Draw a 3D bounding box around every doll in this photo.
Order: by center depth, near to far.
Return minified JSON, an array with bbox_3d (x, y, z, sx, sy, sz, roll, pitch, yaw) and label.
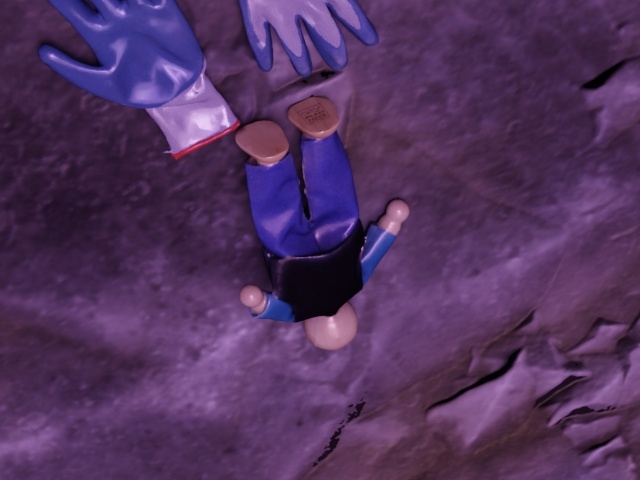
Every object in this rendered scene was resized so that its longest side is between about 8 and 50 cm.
[{"bbox_3d":[0.000,0.000,0.992,0.129,0.046,0.189,-26,132,-19],"label":"doll"}]

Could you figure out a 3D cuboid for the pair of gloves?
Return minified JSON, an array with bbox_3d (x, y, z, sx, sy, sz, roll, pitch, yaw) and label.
[{"bbox_3d":[-0.065,-0.135,0.893,0.198,0.023,0.159,-28,126,8],"label":"pair of gloves"}]
